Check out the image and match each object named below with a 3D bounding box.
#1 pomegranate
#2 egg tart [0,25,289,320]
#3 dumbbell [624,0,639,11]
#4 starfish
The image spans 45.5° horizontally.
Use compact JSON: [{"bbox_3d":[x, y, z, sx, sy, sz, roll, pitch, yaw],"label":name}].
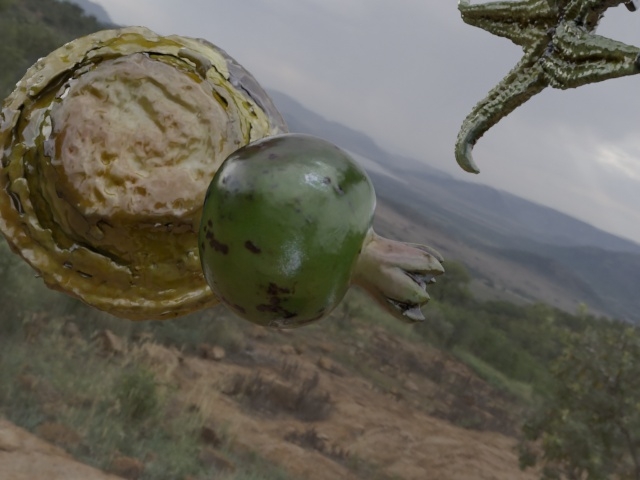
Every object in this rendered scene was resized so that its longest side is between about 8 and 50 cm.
[{"bbox_3d":[0.000,0.000,0.434,0.142,0.114,0.114,21,7,8],"label":"pomegranate"},{"bbox_3d":[-0.129,-0.060,0.574,0.241,0.241,0.106,23,-17,-6],"label":"egg tart"},{"bbox_3d":[0.333,-0.272,0.763,0.147,0.069,0.069,-16,-18,34],"label":"dumbbell"},{"bbox_3d":[0.139,-0.136,0.445,0.050,0.216,0.223,8,16,-22],"label":"starfish"}]
